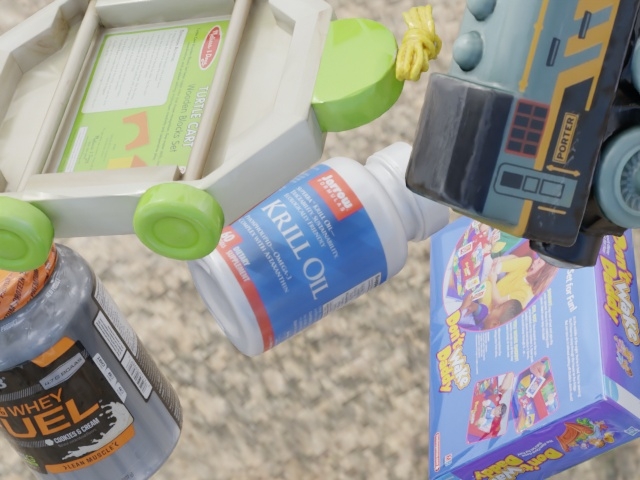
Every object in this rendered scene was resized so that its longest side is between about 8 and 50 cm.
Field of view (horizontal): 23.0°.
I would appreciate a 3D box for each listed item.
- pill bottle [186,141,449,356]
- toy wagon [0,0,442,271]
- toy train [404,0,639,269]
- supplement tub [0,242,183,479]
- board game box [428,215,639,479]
[{"bbox_3d":[0.000,0.000,1.414,0.221,0.124,0.124,-31,60,-16],"label":"pill bottle"},{"bbox_3d":[-0.085,-0.097,1.057,0.344,0.068,0.267,-3,48,17],"label":"toy wagon"},{"bbox_3d":[0.183,-0.146,1.131,0.142,0.190,0.334,30,108,59],"label":"toy train"},{"bbox_3d":[-0.305,0.138,1.797,0.194,0.316,0.193,-19,36,14],"label":"supplement tub"},{"bbox_3d":[0.228,0.091,1.706,0.233,0.078,0.347,-31,38,34],"label":"board game box"}]
